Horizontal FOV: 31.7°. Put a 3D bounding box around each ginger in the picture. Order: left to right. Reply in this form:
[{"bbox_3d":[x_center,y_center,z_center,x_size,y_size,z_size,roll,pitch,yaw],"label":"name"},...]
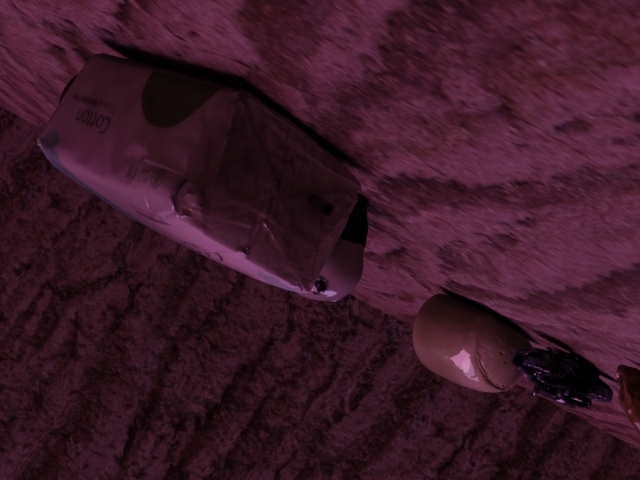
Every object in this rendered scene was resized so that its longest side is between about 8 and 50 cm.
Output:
[{"bbox_3d":[0.584,0.305,1.814,0.270,0.123,0.219,28,177,5],"label":"ginger"}]

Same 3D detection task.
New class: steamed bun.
[{"bbox_3d":[0.305,0.219,2.275,0.200,0.154,0.250,24,176,41],"label":"steamed bun"}]

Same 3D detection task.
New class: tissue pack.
[{"bbox_3d":[-0.164,-0.094,1.467,0.266,0.193,0.356,34,172,-41],"label":"tissue pack"}]

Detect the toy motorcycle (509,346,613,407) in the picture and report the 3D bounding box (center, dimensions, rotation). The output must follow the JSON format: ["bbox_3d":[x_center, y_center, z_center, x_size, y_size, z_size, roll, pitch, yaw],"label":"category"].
[{"bbox_3d":[0.456,0.262,2.205,0.159,0.106,0.270,14,170,47],"label":"toy motorcycle"}]

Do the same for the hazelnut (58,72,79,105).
[{"bbox_3d":[-0.351,-0.198,1.777,0.143,0.143,0.154,31,176,-26],"label":"hazelnut"}]

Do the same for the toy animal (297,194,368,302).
[{"bbox_3d":[0.000,0.000,1.699,0.138,0.179,0.166,10,175,24],"label":"toy animal"}]
